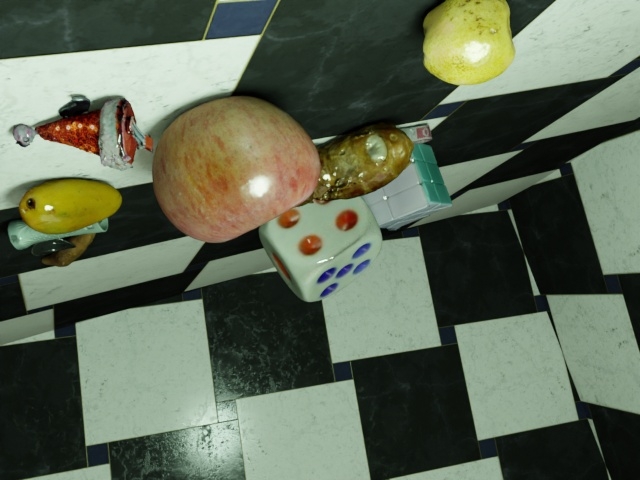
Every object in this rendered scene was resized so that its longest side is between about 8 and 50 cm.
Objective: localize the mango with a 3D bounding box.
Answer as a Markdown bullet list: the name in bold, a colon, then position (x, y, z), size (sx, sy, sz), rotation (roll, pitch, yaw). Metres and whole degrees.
- **mango**: position (-0.557, -0.078, 1.472), size (0.138, 0.113, 0.253), rotation (-41, 166, 32)

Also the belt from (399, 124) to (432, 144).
- **belt**: position (0.221, -0.295, 1.882), size (0.232, 0.053, 0.071), rotation (-13, 177, -27)

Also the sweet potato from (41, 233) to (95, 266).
- **sweet potato**: position (-0.723, 0.029, 1.902), size (0.066, 0.072, 0.314), rotation (18, 151, -36)

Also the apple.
- **apple**: position (-0.180, -0.154, 1.350), size (0.345, 0.269, 0.345), rotation (-28, -175, 3)

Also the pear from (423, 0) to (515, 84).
- **pear**: position (0.268, -0.369, 1.209), size (0.178, 0.177, 0.178), rotation (-18, 171, -3)

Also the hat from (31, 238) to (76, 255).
- **hat**: position (-0.730, 0.004, 1.795), size (0.121, 0.050, 0.121), rotation (-14, 166, -4)

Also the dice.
- **dice**: position (0.000, 0.000, 2.044), size (0.304, 0.277, 0.304), rotation (-33, 155, -11)

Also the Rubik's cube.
- **Rubik's cube**: position (0.261, -0.174, 2.122), size (0.221, 0.224, 0.231), rotation (-23, 170, 28)

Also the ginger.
- **ginger**: position (0.041, -0.191, 1.761), size (0.419, 0.176, 0.254), rotation (-15, -178, 28)

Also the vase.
- **vase**: position (-0.642, -0.039, 1.605), size (0.220, 0.096, 0.096), rotation (-15, 171, -1)

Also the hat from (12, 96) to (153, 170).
- **hat**: position (-0.427, -0.191, 1.175), size (0.228, 0.128, 0.140), rotation (0, -168, -4)
